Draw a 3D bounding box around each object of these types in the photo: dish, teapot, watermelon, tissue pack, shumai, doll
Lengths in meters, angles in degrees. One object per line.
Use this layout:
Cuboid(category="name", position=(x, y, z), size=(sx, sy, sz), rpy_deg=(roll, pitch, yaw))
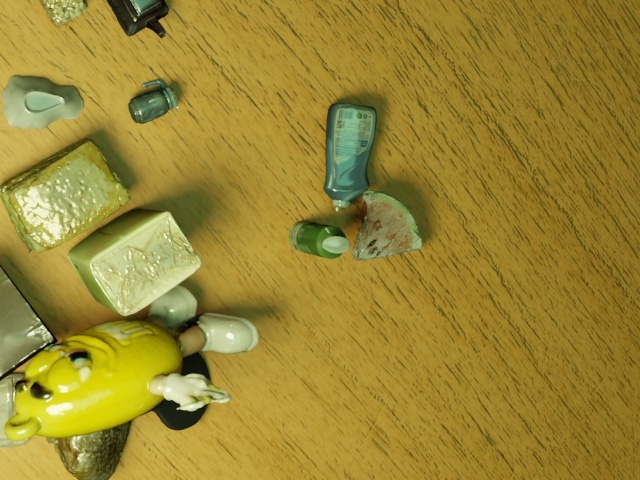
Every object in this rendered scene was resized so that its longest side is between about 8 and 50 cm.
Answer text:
Cuboid(category="dish", position=(-0.473, -0.236, 1.842), size=(0.137, 0.039, 0.091), rpy_deg=(-2, 95, -20))
Cuboid(category="teapot", position=(-0.319, -0.427, 1.856), size=(0.087, 0.096, 0.177), rpy_deg=(-34, 105, -16))
Cuboid(category="watermelon", position=(0.105, -0.022, 2.073), size=(0.139, 0.071, 0.187), rpy_deg=(-42, 126, -2))
Cuboid(category="tissue pack", position=(-0.320, 0.032, 1.821), size=(0.159, 0.234, 0.125), rpy_deg=(-34, 104, -16))
Cuboid(category="teapot", position=(-0.300, -0.244, 1.911), size=(0.083, 0.063, 0.049), rpy_deg=(-25, 135, -21))
Cuboid(category="shumai", position=(-0.417, 0.327, 1.863), size=(0.152, 0.209, 0.161), rpy_deg=(20, 103, 10))
Cuboid(category="doll", position=(-0.293, 0.203, 1.769), size=(0.348, 0.423, 0.161), rpy_deg=(-3, 110, 7))

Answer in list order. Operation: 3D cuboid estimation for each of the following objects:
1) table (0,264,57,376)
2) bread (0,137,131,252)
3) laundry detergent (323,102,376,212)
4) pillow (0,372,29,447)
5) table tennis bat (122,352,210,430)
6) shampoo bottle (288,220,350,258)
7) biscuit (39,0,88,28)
Cuboid(category="table", position=(-0.561, 0.155, 1.760), size=(0.193, 0.172, 0.169), rpy_deg=(-37, 92, -13))
Cuboid(category="bread", position=(-0.438, -0.076, 1.837), size=(0.196, 0.102, 0.138), rpy_deg=(-31, 102, -15))
Cuboid(category="laundry detergent", position=(0.052, -0.155, 2.046), size=(0.096, 0.061, 0.206), rpy_deg=(5, 93, -25))
Cuboid(category="pillow", position=(-0.604, 0.295, 1.836), size=(0.232, 0.038, 0.131), rpy_deg=(-1, 96, -21))
Cuboid(category="table tennis bat", position=(-0.271, 0.274, 1.910), size=(0.236, 0.027, 0.150), rpy_deg=(-20, 103, -54))
Cuboid(category="shampoo bottle", position=(0.000, 0.000, 1.961), size=(0.065, 0.204, 0.065), rpy_deg=(-2, 95, -21))
Cuboid(category="biscuit", position=(-0.457, -0.441, 1.807), size=(0.070, 0.082, 0.168), rpy_deg=(-34, 105, -18))
